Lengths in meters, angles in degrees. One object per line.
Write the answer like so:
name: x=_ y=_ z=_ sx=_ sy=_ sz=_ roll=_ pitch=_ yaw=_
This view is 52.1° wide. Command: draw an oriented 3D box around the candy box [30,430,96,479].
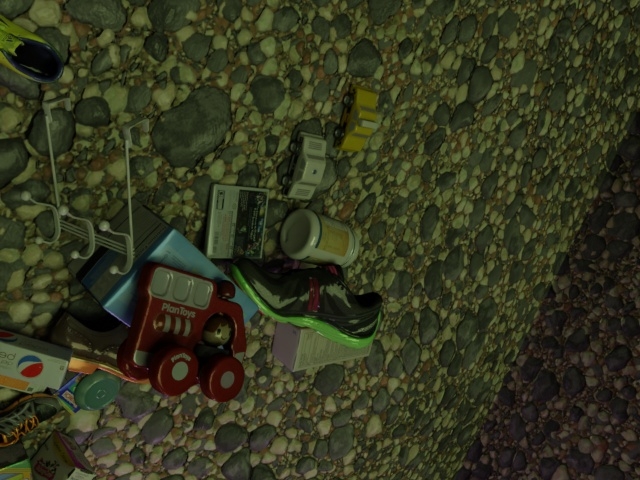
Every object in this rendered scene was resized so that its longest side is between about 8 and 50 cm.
candy box: x=-0.665 y=0.602 z=1.571 sx=0.233 sy=0.159 sz=0.071 roll=-52 pitch=135 yaw=-9

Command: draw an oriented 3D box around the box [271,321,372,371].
box: x=0.015 y=0.294 z=2.021 sx=0.311 sy=0.121 sz=0.148 roll=-1 pitch=111 yaw=-40

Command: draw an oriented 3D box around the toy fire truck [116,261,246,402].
toy fire truck: x=-0.273 y=0.196 z=1.402 sx=0.302 sy=0.169 sz=0.254 roll=21 pitch=80 yaw=-44

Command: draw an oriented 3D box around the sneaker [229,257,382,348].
sneaker: x=-0.035 y=0.136 z=1.800 sx=0.482 sy=0.185 sz=0.202 roll=24 pitch=96 yaw=-29

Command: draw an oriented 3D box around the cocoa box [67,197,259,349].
cocoa box: x=-0.362 y=0.113 z=1.543 sx=0.231 sy=0.228 sz=0.347 roll=-49 pitch=133 yaw=-10

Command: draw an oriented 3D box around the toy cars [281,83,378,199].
toy cars: x=0.041 y=-0.263 z=1.801 sx=0.393 sy=0.087 sz=0.176 roll=-44 pitch=132 yaw=-15

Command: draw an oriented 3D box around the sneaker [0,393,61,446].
sneaker: x=-0.699 y=0.423 z=1.495 sx=0.214 sy=0.083 sz=0.084 roll=-20 pitch=132 yaw=-25

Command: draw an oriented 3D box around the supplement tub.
supplement tub: x=0.000 y=0.000 z=1.852 sx=0.199 sy=0.144 sz=0.144 roll=18 pitch=98 yaw=-44

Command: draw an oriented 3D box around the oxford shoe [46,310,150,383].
oxford shoe: x=-0.474 y=0.258 z=1.591 sx=0.363 sy=0.130 sz=0.133 roll=20 pitch=93 yaw=-43

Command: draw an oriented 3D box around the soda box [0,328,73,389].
soda box: x=-0.654 y=0.249 z=1.410 sx=0.216 sy=0.069 sz=0.074 roll=20 pitch=98 yaw=-14

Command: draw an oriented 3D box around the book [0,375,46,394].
book: x=-0.680 y=0.294 z=1.499 sx=0.144 sy=0.035 sz=0.096 roll=36 pitch=84 yaw=-45

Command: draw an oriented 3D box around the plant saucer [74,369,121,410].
plant saucer: x=-0.541 y=0.371 z=1.604 sx=0.119 sy=0.021 sz=0.119 roll=-22 pitch=127 yaw=-32

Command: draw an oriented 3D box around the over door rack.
over door rack: x=-0.484 y=-0.110 z=1.322 sx=0.108 sy=0.239 sz=0.324 roll=-24 pitch=129 yaw=-60

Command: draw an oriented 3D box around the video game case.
video game case: x=-0.218 y=-0.047 z=1.710 sx=0.173 sy=0.022 sz=0.190 roll=2 pitch=98 yaw=-40

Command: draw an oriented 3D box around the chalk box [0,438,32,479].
chalk box: x=-0.773 y=0.542 z=1.471 sx=0.213 sy=0.132 sz=0.132 roll=-14 pitch=119 yaw=-34

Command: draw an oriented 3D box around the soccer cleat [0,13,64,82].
soccer cleat: x=-0.598 y=-0.376 z=1.184 sx=0.289 sy=0.121 sz=0.093 roll=26 pitch=93 yaw=-44

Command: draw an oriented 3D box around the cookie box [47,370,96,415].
cookie box: x=-0.592 y=0.357 z=1.597 sx=0.107 sy=0.040 sz=0.092 roll=-40 pitch=132 yaw=-18
